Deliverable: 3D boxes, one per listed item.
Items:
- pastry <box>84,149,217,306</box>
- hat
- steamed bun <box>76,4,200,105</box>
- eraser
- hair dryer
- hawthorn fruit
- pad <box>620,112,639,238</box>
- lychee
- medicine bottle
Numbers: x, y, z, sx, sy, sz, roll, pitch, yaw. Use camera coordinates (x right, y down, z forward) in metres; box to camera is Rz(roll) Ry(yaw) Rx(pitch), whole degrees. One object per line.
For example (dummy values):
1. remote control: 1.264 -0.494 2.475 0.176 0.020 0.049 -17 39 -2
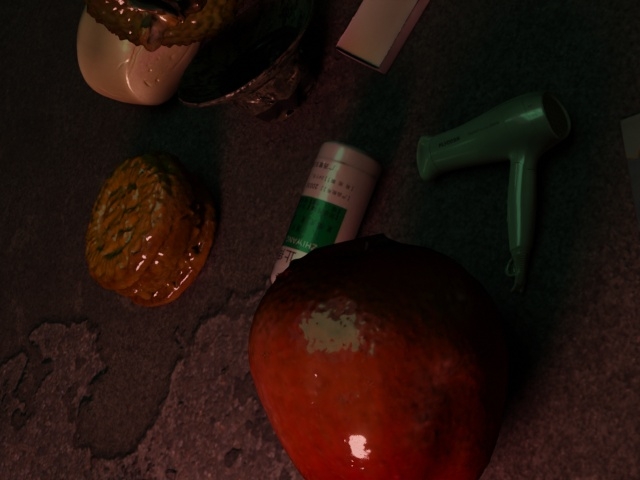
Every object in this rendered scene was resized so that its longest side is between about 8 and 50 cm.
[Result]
1. pastry: -0.281 -0.026 1.523 0.235 0.132 0.240 27 90 43
2. hat: -0.080 -0.253 1.448 0.265 0.128 0.266 -25 38 21
3. steamed bun: -0.311 -0.363 1.675 0.200 0.154 0.250 19 88 44
4. eraser: 0.094 -0.324 1.399 0.104 0.023 0.150 36 97 43
5. hair dryer: 0.210 -0.045 1.170 0.206 0.075 0.237 -19 68 42
6. hawthorn fruit: 0.075 0.142 1.057 0.295 0.295 0.311 -22 94 33
7. pad: 0.441 -0.098 1.019 0.243 0.004 0.164 -20 60 34
8. lychee: -0.235 -0.417 1.459 0.270 0.270 0.320 -45 63 17
9. medicine bottle: 0.000 0.000 1.297 0.095 0.095 0.260 14 82 43
